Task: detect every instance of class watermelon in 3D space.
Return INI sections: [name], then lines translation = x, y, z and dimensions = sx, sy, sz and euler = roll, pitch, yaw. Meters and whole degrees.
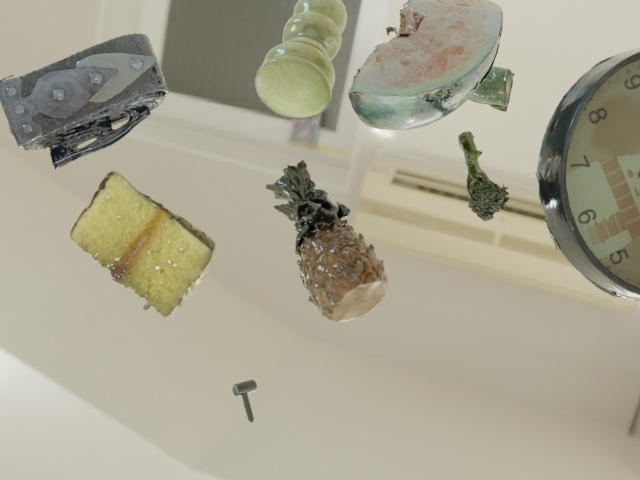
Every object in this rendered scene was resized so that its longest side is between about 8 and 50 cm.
[watermelon]
translation = 0.193, -0.267, 1.568
dimensions = 0.188, 0.175, 0.322
euler = 20, -122, 25

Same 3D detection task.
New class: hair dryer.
[hair dryer]
translation = -0.147, 0.327, 1.980
dimensions = 0.047, 0.083, 0.026
euler = -11, 172, -31

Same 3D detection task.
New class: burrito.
[burrito]
translation = 0.289, -0.277, 1.749
dimensions = 0.118, 0.074, 0.044
euler = 17, -174, 31

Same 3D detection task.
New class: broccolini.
[broccolini]
translation = 0.257, -0.118, 1.568
dimensions = 0.067, 0.058, 0.216
euler = 31, -146, -21

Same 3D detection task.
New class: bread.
[bread]
translation = -0.328, -0.005, 1.859
dimensions = 0.266, 0.178, 0.142
euler = 37, -154, 4

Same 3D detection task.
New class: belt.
[belt]
translation = -0.314, -0.188, 1.336
dimensions = 0.218, 0.128, 0.122
euler = -24, 177, 0

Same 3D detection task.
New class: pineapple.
[pineapple]
translation = 0.000, 0.000, 1.719
dimensions = 0.141, 0.170, 0.310
euler = -26, -123, -8

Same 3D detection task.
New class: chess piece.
[chess piece]
translation = -0.022, -0.362, 1.813
dimensions = 0.144, 0.144, 0.251
euler = 13, -127, 5

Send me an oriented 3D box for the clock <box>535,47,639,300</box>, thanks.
[clock]
translation = 0.510, -0.096, 1.419
dimensions = 0.386, 0.386, 0.076
euler = 9, -178, -8
